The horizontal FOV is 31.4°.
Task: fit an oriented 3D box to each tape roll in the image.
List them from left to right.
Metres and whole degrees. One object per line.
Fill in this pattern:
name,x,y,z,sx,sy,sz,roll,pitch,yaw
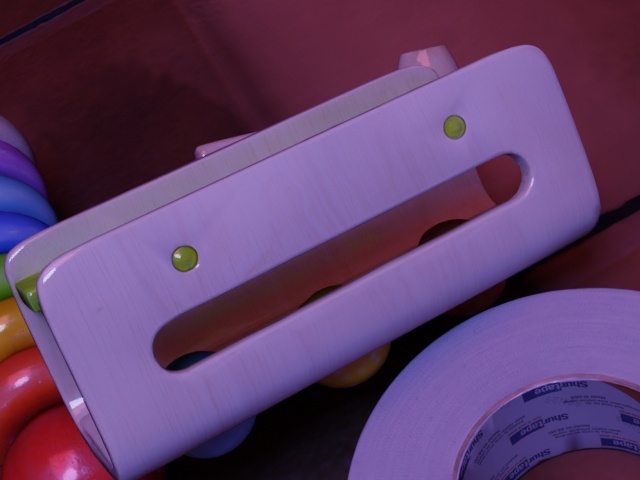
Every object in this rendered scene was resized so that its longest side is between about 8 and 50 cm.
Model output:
tape roll,0.125,0.130,0.533,0.219,0.072,0.219,-11,49,14

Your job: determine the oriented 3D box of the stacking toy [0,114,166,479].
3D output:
stacking toy,-0.194,0.058,0.694,0.141,0.141,0.330,-33,51,-6

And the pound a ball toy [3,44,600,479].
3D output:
pound a ball toy,0.000,0.000,0.623,0.319,0.136,0.208,-26,13,-19
